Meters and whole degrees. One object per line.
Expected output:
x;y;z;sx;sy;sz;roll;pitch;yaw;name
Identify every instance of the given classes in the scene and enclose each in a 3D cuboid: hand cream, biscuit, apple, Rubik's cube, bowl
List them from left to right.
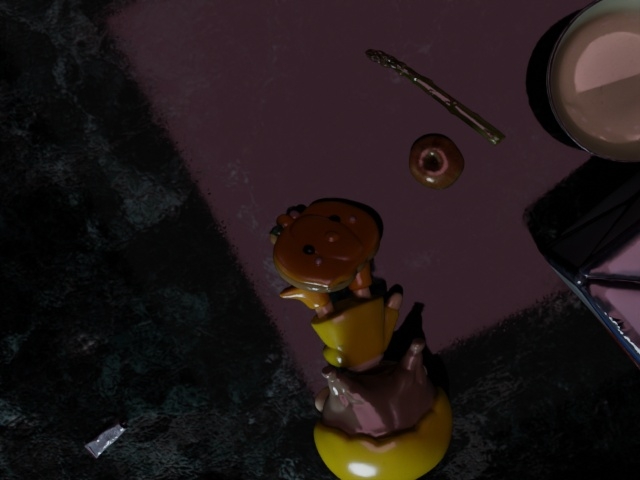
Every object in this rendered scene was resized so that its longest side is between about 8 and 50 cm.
-0.360;0.334;1.466;0.093;0.019;0.030;-40;95;18;hand cream
0.000;-0.003;1.299;0.170;0.170;0.050;3;140;6;biscuit
0.174;-0.117;1.298;0.084;0.071;0.084;0;92;10;apple
0.433;-0.230;1.218;0.237;0.126;0.238;1;99;6;bowl
0.530;0.047;1.169;0.310;0.307;0.305;-41;91;11;Rubik's cube

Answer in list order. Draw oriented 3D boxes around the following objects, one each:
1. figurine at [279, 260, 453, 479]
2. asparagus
0.067;0.208;1.318;0.215;0.187;0.344;-22;90;-2;figurine
0.173;-0.221;1.303;0.248;0.025;0.024;35;144;0;asparagus
